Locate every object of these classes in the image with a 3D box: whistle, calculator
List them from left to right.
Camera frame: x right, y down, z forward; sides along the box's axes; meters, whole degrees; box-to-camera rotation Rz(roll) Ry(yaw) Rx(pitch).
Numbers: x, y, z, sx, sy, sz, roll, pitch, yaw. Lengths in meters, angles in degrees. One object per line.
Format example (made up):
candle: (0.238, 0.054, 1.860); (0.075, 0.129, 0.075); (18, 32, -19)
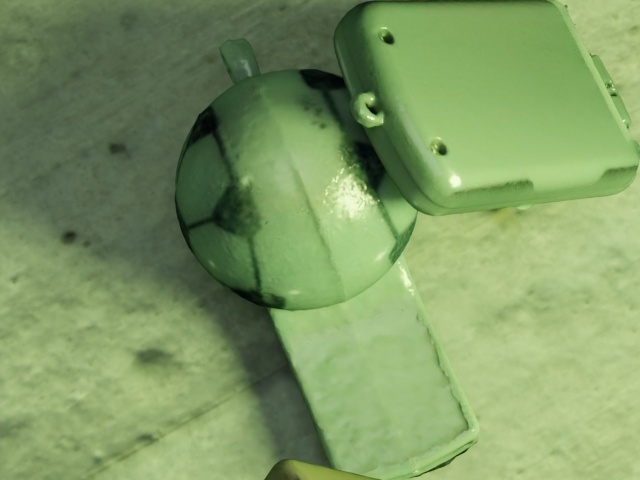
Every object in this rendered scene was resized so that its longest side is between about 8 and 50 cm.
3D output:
whistle: (0.000, 0.000, 1.190); (0.163, 0.163, 0.289); (-23, 72, -5)
calculator: (0.106, -0.085, 1.196); (0.246, 0.045, 0.141); (-8, 67, -45)

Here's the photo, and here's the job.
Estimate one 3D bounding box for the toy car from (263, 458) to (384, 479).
toy car: (-0.054, 0.290, 1.000); (0.336, 0.242, 0.226); (-35, 60, 24)
